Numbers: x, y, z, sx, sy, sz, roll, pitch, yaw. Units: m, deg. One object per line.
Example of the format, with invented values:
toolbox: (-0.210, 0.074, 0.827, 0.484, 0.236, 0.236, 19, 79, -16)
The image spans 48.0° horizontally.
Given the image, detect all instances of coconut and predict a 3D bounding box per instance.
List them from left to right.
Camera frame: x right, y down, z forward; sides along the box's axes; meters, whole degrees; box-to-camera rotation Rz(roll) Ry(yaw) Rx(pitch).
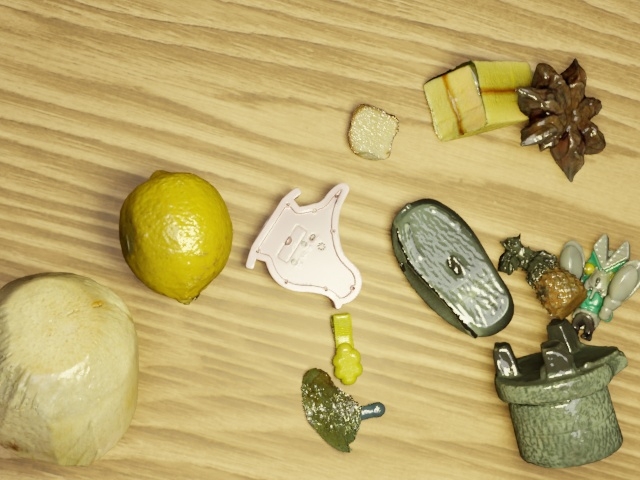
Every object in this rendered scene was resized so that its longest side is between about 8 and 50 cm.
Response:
coconut: (-0.554, 0.279, 1.500, 0.344, 0.415, 0.416, 2, 85, -17)

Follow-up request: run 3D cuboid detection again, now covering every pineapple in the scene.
pineapple: (0.527, 0.078, 1.741, 0.119, 0.111, 0.237, -19, 54, -34)

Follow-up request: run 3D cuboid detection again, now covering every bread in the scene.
bread: (0.127, -0.264, 1.783, 0.126, 0.044, 0.129, 17, 80, -12)
bread: (0.416, -0.353, 1.825, 0.264, 0.163, 0.168, -11, 87, -40)

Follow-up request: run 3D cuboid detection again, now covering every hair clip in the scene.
hair clip: (0.062, 0.261, 1.725, 0.072, 0.046, 0.173, -5, 87, -3)

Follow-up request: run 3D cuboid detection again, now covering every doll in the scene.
doll: (0.095, 0.416, 1.726, 0.125, 0.027, 0.037, -11, 86, -4)
doll: (0.690, 0.111, 1.753, 0.194, 0.153, 0.258, -8, 77, 23)

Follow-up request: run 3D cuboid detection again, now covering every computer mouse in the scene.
computer mouse: (0.314, 0.069, 1.739, 0.203, 0.114, 0.374, -33, 81, -6)

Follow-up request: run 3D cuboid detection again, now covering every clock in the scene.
clock: (0.000, 0.000, 1.725, 0.275, 0.080, 0.290, 30, 83, -4)

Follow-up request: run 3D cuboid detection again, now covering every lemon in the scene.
lemon: (-0.320, -0.010, 1.606, 0.253, 0.253, 0.311, -11, 86, -7)

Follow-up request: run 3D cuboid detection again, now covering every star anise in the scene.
star anise: (0.590, -0.297, 1.778, 0.315, 0.108, 0.316, 4, 84, -35)

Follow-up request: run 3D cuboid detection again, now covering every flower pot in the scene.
flower pot: (0.561, 0.340, 1.659, 0.299, 0.299, 0.283, -17, 91, -8)

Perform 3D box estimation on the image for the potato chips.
potato chips: (0.029, 0.400, 1.702, 0.142, 0.026, 0.209, -9, 89, 9)
